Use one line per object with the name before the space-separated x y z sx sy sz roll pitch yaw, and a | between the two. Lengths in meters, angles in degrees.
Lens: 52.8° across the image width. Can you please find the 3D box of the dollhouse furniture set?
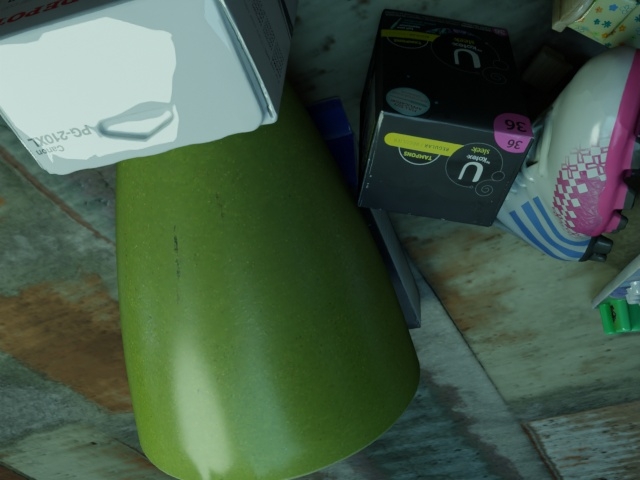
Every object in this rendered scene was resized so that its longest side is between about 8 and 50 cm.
dollhouse furniture set | 0.192 -0.169 0.527 0.181 0.101 0.161 24 142 -8

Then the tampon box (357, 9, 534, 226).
tampon box | 0.100 -0.109 0.563 0.120 0.161 0.102 8 136 -4

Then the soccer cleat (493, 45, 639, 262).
soccer cleat | 0.200 -0.057 0.569 0.143 0.116 0.331 17 168 21

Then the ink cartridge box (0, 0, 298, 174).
ink cartridge box | -0.113 -0.172 0.463 0.171 0.237 0.100 -10 134 15

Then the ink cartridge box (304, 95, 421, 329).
ink cartridge box | 0.000 0.000 0.759 0.165 0.065 0.333 -12 133 18

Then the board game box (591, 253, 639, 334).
board game box | 0.494 0.035 0.619 0.389 0.051 0.390 -8 165 13

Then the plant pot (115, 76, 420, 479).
plant pot | -0.068 0.008 0.576 0.274 0.275 0.294 -7 110 13
